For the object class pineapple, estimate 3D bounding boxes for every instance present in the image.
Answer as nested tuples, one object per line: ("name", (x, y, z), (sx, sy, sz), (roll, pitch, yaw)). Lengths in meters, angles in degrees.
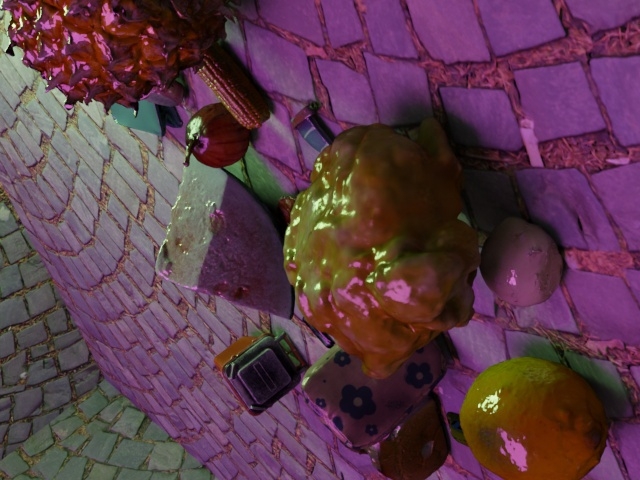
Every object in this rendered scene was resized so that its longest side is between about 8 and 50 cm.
("pineapple", (-0.302, -0.384, 1.484), (0.300, 0.352, 0.352), (-18, 109, 47))

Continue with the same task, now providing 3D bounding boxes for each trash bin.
("trash bin", (-0.159, 0.313, 2.371), (0.161, 0.184, 0.239), (57, 165, -12))

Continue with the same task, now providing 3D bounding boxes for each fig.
("fig", (-0.206, -0.189, 1.783), (0.128, 0.150, 0.128), (55, 167, 19))

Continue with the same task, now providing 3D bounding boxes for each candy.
("candy", (-0.322, -0.301, 1.893), (0.103, 0.043, 0.103), (14, 173, 2))

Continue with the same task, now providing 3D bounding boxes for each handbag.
("handbag", (-0.395, -0.308, 2.049), (0.221, 0.057, 0.144), (23, 139, 46))
("handbag", (0.099, 0.260, 1.768), (0.190, 0.251, 0.193), (47, 171, 8))

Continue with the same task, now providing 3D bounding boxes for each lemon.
("lemon", (0.326, 0.280, 1.458), (0.260, 0.204, 0.204), (2, 126, 59))

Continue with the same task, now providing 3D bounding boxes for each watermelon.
("watermelon", (-0.207, 0.016, 1.905), (0.387, 0.258, 0.228), (60, 169, -1))

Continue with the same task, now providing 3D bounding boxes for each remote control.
("remote control", (-0.007, 0.204, 2.131), (0.096, 0.014, 0.039), (47, 155, 11))

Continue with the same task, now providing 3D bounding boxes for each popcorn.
("popcorn", (0.083, -0.001, 1.336), (0.292, 0.294, 0.334), (62, -175, -67))

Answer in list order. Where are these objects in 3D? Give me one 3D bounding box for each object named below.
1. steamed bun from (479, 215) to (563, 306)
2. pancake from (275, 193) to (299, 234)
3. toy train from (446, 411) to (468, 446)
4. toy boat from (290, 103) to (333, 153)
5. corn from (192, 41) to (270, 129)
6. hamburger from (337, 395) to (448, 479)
("steamed bun", (0.276, 0.036, 1.344), (0.112, 0.091, 0.129), (32, 149, 39))
("pancake", (-0.001, 0.000, 1.801), (0.212, 0.056, 0.257), (62, 161, -6))
("toy train", (0.304, 0.379, 1.812), (0.209, 0.042, 0.044), (12, 134, 53))
("toy boat", (0.001, -0.166, 1.600), (0.122, 0.034, 0.096), (51, 161, -3))
("corn", (-0.166, -0.283, 1.682), (0.207, 0.068, 0.068), (49, 155, 1))
("hamburger", (0.134, 0.382, 1.950), (0.168, 0.192, 0.288), (37, 152, 49))
